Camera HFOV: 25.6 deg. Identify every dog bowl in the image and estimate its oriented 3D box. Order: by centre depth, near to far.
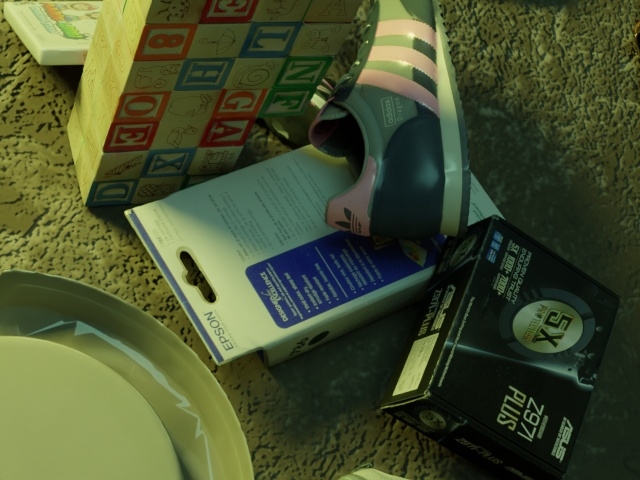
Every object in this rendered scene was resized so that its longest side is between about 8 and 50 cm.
[{"bbox_3d":[-0.227,0.195,1.018,0.348,0.102,0.349,9,56,-14],"label":"dog bowl"}]

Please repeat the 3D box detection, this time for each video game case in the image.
[{"bbox_3d":[-0.199,-0.189,1.272,0.143,0.019,0.157,-5,25,-23],"label":"video game case"}]

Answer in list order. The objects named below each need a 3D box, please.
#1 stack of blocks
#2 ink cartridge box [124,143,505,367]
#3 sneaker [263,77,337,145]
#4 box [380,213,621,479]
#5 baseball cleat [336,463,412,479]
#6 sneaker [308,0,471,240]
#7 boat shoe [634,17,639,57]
[{"bbox_3d":[-0.095,-0.146,1.162,0.171,0.297,0.087,-5,61,-24],"label":"stack of blocks"},{"bbox_3d":[0.000,0.000,1.250,0.332,0.065,0.165,-20,68,-31],"label":"ink cartridge box"},{"bbox_3d":[-0.061,-0.161,1.338,0.178,0.072,0.077,35,41,-6],"label":"sneaker"},{"bbox_3d":[0.156,0.095,1.198,0.147,0.077,0.180,33,63,-17],"label":"box"},{"bbox_3d":[0.083,0.264,1.108,0.109,0.072,0.206,-25,74,-38],"label":"baseball cleat"},{"bbox_3d":[0.050,-0.137,1.257,0.131,0.112,0.319,-4,50,-3],"label":"sneaker"},{"bbox_3d":[0.376,-0.217,1.521,0.073,0.073,0.207,9,56,-17],"label":"boat shoe"}]
